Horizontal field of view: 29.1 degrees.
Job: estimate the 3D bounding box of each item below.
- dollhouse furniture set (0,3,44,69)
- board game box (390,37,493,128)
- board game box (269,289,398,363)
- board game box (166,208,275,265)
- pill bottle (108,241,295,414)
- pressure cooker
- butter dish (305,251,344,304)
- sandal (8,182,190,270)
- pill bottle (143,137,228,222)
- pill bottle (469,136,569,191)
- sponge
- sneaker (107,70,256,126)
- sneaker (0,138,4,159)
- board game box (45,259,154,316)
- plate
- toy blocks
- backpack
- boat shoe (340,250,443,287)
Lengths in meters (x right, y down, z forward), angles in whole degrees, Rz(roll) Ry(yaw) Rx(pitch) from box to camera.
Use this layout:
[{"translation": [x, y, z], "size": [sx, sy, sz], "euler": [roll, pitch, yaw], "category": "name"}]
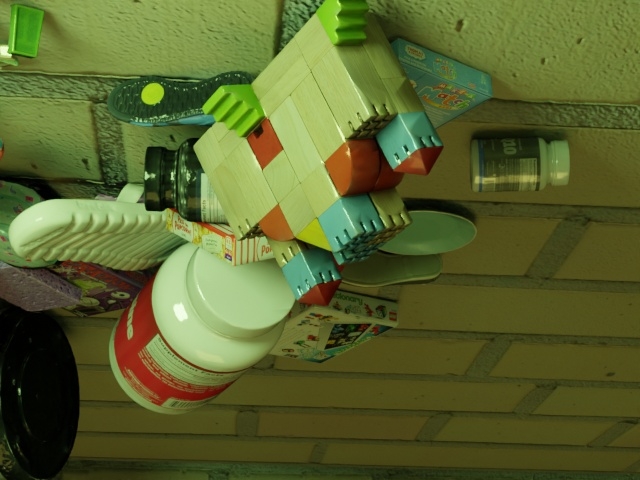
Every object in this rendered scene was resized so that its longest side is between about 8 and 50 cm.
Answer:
[{"translation": [-0.393, -0.249, 1.503], "size": [0.076, 0.058, 0.152], "euler": [8, 177, -37], "category": "dollhouse furniture set"}, {"translation": [0.097, -0.185, 1.631], "size": [0.160, 0.039, 0.211], "euler": [16, 154, -33], "category": "board game box"}, {"translation": [-0.005, 0.174, 2.484], "size": [0.193, 0.053, 0.305], "euler": [13, 154, -27], "category": "board game box"}, {"translation": [-0.119, -0.020, 1.839], "size": [0.147, 0.045, 0.193], "euler": [-11, -157, -35], "category": "board game box"}, {"translation": [-0.195, 0.133, 2.061], "size": [0.229, 0.229, 0.408], "euler": [10, 153, -22], "category": "pill bottle"}, {"translation": [-0.734, 0.320, 2.460], "size": [0.420, 0.375, 0.370], "euler": [-5, 142, 14], "category": "pressure cooker"}, {"translation": [0.000, 0.000, 1.979], "size": [0.118, 0.160, 0.160], "euler": [-18, 162, -18], "category": "butter dish"}, {"translation": [-0.318, -0.038, 1.915], "size": [0.169, 0.102, 0.416], "euler": [-32, 163, 21], "category": "sandal"}, {"translation": [-0.140, -0.086, 1.766], "size": [0.219, 0.123, 0.123], "euler": [2, 158, -2], "category": "pill bottle"}, {"translation": [0.284, -0.109, 1.762], "size": [0.137, 0.078, 0.078], "euler": [-2, 158, 4], "category": "pill bottle"}, {"translation": [-0.525, 0.075, 2.165], "size": [0.117, 0.031, 0.210], "euler": [-9, 156, 22], "category": "sponge"}, {"translation": [-0.173, -0.174, 1.622], "size": [0.209, 0.069, 0.082], "euler": [-4, 161, 9], "category": "sneaker"}, {"translation": [-0.565, -0.174, 1.591], "size": [0.148, 0.131, 0.350], "euler": [-46, 125, 9], "category": "sneaker"}, {"translation": [-0.462, 0.055, 2.215], "size": [0.208, 0.056, 0.347], "euler": [-17, 152, 27], "category": "board game box"}, {"translation": [0.166, -0.020, 2.051], "size": [0.188, 0.024, 0.188], "euler": [0, 157, 0], "category": "plate"}, {"translation": [0.004, -0.086, 1.496], "size": [0.191, 0.261, 0.381], "euler": [-11, 157, -44], "category": "toy blocks"}, {"translation": [-0.473, -0.024, 1.932], "size": [0.152, 0.115, 0.182], "euler": [0, 155, 9], "category": "backpack"}, {"translation": [0.111, 0.057, 2.174], "size": [0.206, 0.075, 0.065], "euler": [-2, 155, -8], "category": "boat shoe"}]
